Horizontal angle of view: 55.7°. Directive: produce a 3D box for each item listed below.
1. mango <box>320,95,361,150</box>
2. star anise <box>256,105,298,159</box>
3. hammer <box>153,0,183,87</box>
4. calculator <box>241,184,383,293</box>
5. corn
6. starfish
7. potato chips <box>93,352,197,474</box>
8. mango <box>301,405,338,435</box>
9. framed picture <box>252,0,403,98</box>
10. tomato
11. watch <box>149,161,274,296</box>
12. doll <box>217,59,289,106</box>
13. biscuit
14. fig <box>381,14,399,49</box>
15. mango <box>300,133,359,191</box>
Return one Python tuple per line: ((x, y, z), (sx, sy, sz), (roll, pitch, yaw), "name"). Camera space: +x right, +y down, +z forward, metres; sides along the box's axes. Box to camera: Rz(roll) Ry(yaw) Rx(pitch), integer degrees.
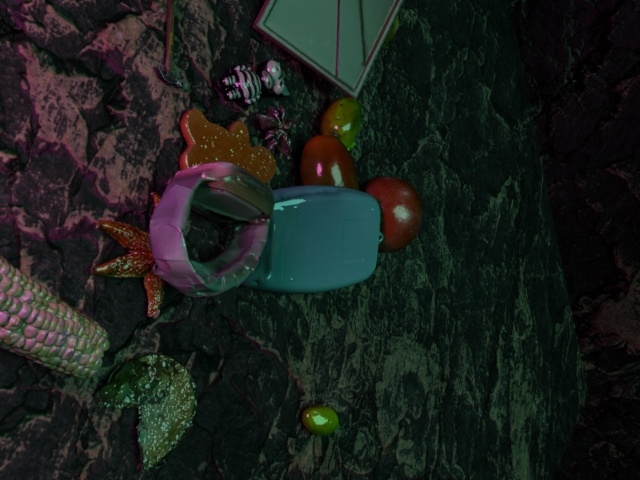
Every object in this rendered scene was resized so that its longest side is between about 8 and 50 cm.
((0.056, -0.309, 1.582), (0.119, 0.100, 0.178), (97, 11, -50), "mango")
((-0.105, -0.262, 1.407), (0.129, 0.056, 0.124), (30, 65, -46), "star anise")
((-0.303, -0.399, 1.210), (0.062, 0.017, 0.181), (7, 80, -51), "hammer")
((0.000, 0.000, 1.411), (0.387, 0.054, 0.256), (-3, 102, -36), "calculator")
((-0.453, 0.108, 0.899), (0.335, 0.127, 0.126), (46, 53, -40), "corn")
((-0.320, 0.024, 1.134), (0.227, 0.043, 0.240), (18, 68, -51), "starfish")
((-0.316, 0.306, 1.128), (0.219, 0.029, 0.202), (60, 45, -32), "potato chips")
((-0.002, 0.437, 1.478), (0.108, 0.056, 0.073), (28, 61, -33), "mango")
((0.063, -0.625, 1.497), (0.326, 0.028, 0.446), (29, 85, -32), "framed picture")
((0.176, -0.070, 1.616), (0.185, 0.208, 0.208), (-15, 99, -35), "tomato")
((-0.205, -0.012, 1.155), (0.253, 0.162, 0.241), (30, 57, -51), "watch")
((-0.141, -0.356, 1.365), (0.219, 0.067, 0.091), (-30, 106, -50), "doll")
((-0.197, -0.179, 1.306), (0.250, 0.036, 0.165), (9, 80, -47), "biscuit")
((0.152, -0.598, 1.710), (0.257, 0.159, 0.159), (17, 73, -68), "fig")
((0.028, -0.120, 1.509), (0.146, 0.129, 0.289), (-34, 120, -44), "mango")
